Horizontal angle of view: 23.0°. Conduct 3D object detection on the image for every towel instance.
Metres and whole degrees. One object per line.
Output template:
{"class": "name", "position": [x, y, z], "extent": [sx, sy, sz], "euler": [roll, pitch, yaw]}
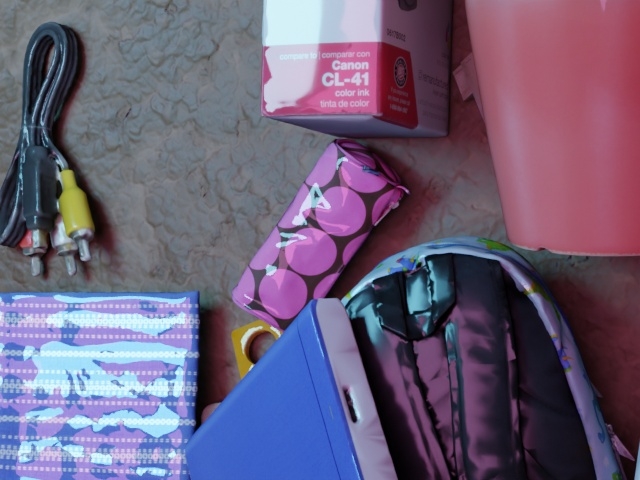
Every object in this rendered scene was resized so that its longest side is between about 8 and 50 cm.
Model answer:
{"class": "towel", "position": [-0.253, 0.218, 1.679], "extent": [0.243, 0.040, 0.336], "euler": [0, 79, 12]}

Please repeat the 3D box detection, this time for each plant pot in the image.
{"class": "plant pot", "position": [0.266, -0.118, 1.442], "extent": [0.275, 0.275, 0.243], "euler": [2, 98, 23]}

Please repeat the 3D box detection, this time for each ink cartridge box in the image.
{"class": "ink cartridge box", "position": [0.042, -0.260, 1.547], "extent": [0.131, 0.226, 0.306], "euler": [3, 90, 22]}

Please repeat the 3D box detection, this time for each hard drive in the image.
{"class": "hard drive", "position": [-0.035, 0.222, 1.492], "extent": [0.318, 0.040, 0.210], "euler": [-50, 49, 49]}

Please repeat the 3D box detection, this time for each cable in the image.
{"class": "cable", "position": [-0.315, -0.099, 1.800], "extent": [0.139, 0.072, 0.287], "euler": [-14, 70, 39]}

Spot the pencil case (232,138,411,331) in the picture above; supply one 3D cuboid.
{"class": "pencil case", "position": [0.000, 0.000, 1.633], "extent": [0.098, 0.095, 0.209], "euler": [35, 104, 3]}

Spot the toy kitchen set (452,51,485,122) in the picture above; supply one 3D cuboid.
{"class": "toy kitchen set", "position": [0.192, -0.162, 1.587], "extent": [0.083, 0.075, 0.068], "euler": [-41, 65, 58]}

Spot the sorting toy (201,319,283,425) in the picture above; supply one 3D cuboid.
{"class": "sorting toy", "position": [-0.029, 0.246, 1.643], "extent": [0.196, 0.047, 0.347], "euler": [-11, 69, 23]}

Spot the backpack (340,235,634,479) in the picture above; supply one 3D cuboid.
{"class": "backpack", "position": [0.138, 0.173, 1.498], "extent": [0.290, 0.273, 0.355], "euler": [-16, 102, 19]}

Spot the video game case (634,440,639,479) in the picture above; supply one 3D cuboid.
{"class": "video game case", "position": [0.414, 0.279, 1.393], "extent": [0.285, 0.025, 0.204], "euler": [12, 72, 0]}
